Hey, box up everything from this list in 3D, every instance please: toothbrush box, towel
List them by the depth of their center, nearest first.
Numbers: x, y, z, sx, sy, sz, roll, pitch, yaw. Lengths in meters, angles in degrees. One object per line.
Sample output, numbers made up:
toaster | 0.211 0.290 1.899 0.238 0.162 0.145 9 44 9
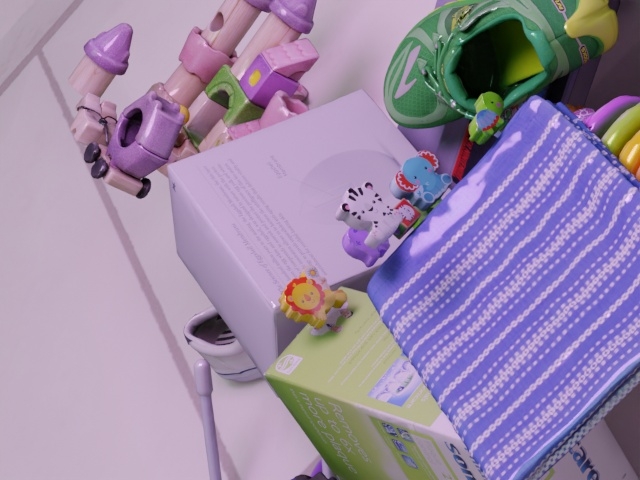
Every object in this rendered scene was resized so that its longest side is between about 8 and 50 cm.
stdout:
towel | 0.165 0.032 1.520 0.243 0.040 0.336 -47 31 8
toothbrush box | 0.117 0.172 1.659 0.283 0.206 0.122 12 54 48

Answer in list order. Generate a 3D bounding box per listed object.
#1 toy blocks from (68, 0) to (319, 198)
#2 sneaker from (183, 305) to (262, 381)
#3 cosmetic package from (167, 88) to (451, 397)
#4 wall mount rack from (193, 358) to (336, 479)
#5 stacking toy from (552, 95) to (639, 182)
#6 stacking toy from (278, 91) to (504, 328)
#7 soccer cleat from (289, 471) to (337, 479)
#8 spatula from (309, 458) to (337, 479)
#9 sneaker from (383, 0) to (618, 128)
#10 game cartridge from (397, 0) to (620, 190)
toy blocks | -0.084 -0.176 2.048 0.260 0.309 0.288 -52 39 17
sneaker | -0.038 0.086 1.996 0.258 0.091 0.094 -24 49 35
cosmetic package | 0.000 0.000 1.862 0.225 0.138 0.224 -21 50 -20
wall mount rack | -0.083 0.295 1.873 0.350 0.130 0.304 13 75 49
stacking toy | 0.281 -0.062 1.626 0.175 0.166 0.302 -36 39 -17
stacking toy | 0.064 -0.031 1.664 0.221 0.052 0.167 -43 -7 -34
soccer cleat | 0.044 0.335 1.687 0.121 0.093 0.289 -45 65 3
spatula | 0.070 0.261 1.812 0.296 0.030 0.084 16 72 51
sneaker | 0.139 -0.167 1.739 0.123 0.109 0.295 -33 6 -35
game cartridge | 0.173 -0.162 1.867 0.230 0.068 0.355 44 122 55
